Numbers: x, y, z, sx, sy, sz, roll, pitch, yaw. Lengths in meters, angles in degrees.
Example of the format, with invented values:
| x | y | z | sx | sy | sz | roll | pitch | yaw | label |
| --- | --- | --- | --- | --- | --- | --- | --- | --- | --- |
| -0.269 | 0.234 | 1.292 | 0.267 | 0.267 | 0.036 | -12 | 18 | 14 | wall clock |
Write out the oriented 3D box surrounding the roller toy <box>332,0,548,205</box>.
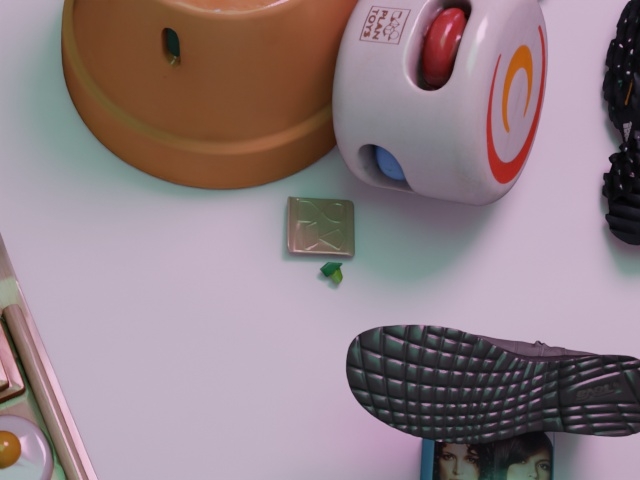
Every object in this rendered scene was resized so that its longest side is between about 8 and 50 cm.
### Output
| x | y | z | sx | sy | sz | roll | pitch | yaw | label |
| --- | --- | --- | --- | --- | --- | --- | --- | --- | --- |
| 0.099 | -0.135 | 1.085 | 0.146 | 0.209 | 0.191 | 12 | 27 | 25 | roller toy |

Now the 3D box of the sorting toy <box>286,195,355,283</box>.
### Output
| x | y | z | sx | sy | sz | roll | pitch | yaw | label |
| --- | --- | --- | --- | --- | --- | --- | --- | --- | --- |
| 0.000 | 0.000 | 1.119 | 0.062 | 0.012 | 0.083 | 5 | 60 | -9 | sorting toy |

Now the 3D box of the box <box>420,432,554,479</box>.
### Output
| x | y | z | sx | sy | sz | roll | pitch | yaw | label |
| --- | --- | --- | --- | --- | --- | --- | --- | --- | --- |
| 0.124 | 0.263 | 0.978 | 0.100 | 0.060 | 0.244 | 8 | 64 | -3 | box |

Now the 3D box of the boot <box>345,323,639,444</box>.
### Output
| x | y | z | sx | sy | sz | roll | pitch | yaw | label |
| --- | --- | --- | --- | --- | --- | --- | --- | --- | --- |
| 0.128 | 0.114 | 1.002 | 0.246 | 0.161 | 0.083 | 7 | 86 | -9 | boot |

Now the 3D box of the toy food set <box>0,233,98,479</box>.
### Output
| x | y | z | sx | sy | sz | roll | pitch | yaw | label |
| --- | --- | --- | --- | --- | --- | --- | --- | --- | --- |
| -0.302 | 0.148 | 0.968 | 0.220 | 0.092 | 0.306 | -21 | 69 | -15 | toy food set |

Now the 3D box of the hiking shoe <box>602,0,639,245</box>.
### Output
| x | y | z | sx | sy | sz | roll | pitch | yaw | label |
| --- | --- | --- | --- | --- | --- | --- | --- | --- | --- |
| 0.341 | -0.127 | 1.178 | 0.132 | 0.113 | 0.304 | 12 | 72 | -10 | hiking shoe |

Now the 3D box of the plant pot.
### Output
| x | y | z | sx | sy | sz | roll | pitch | yaw | label |
| --- | --- | --- | --- | --- | --- | --- | --- | --- | --- |
| -0.089 | -0.218 | 1.110 | 0.291 | 0.203 | 0.291 | 2 | 64 | -4 | plant pot |
